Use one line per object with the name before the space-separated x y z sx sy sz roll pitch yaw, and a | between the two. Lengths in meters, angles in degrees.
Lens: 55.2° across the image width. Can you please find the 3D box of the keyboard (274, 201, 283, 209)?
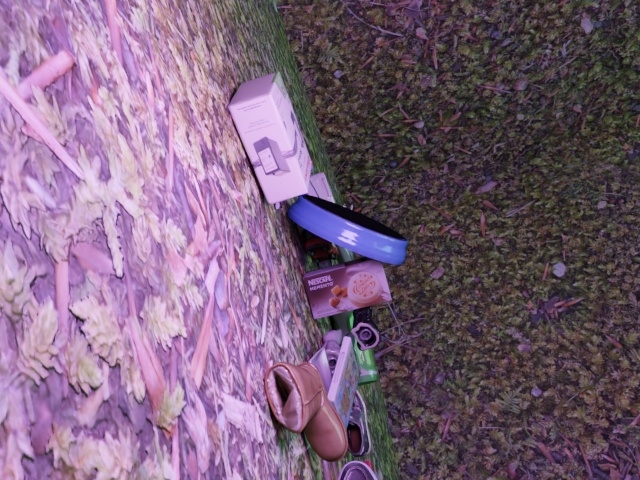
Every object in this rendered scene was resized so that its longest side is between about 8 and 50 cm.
keyboard | -0.137 -0.177 1.718 0.108 0.023 0.180 -46 120 -82

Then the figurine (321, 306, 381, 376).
figurine | 0.082 0.293 1.870 0.092 0.215 0.209 46 12 -11

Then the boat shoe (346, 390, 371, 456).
boat shoe | 0.092 0.538 1.861 0.079 0.084 0.233 25 45 -58

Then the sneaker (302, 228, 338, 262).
sneaker | 0.000 0.000 2.148 0.276 0.098 0.135 48 30 -73

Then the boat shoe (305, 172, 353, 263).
boat shoe | 0.063 -0.089 2.285 0.367 0.157 0.136 62 -14 3

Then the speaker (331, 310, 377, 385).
speaker | 0.122 0.379 2.248 0.131 0.131 0.296 57 20 -70

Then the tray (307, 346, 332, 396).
tray | -0.003 0.372 1.634 0.270 0.030 0.145 16 59 -82

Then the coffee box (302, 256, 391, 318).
coffee box | 0.082 0.140 1.891 0.098 0.247 0.141 -69 145 -81

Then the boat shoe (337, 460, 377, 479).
boat shoe | 0.093 0.661 1.422 0.335 0.121 0.119 -94 172 -46

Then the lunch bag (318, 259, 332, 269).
lunch bag | 0.016 0.076 2.321 0.083 0.053 0.071 79 1 -60

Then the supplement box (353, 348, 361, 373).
supplement box | 0.087 0.414 2.051 0.083 0.083 0.056 69 9 -49

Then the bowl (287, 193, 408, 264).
bowl | 0.090 -0.041 1.893 0.391 0.391 0.077 -56 169 -81

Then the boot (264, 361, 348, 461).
boot | -0.029 0.359 1.247 0.236 0.089 0.269 64 4 11

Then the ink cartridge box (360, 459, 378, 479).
ink cartridge box | 0.138 0.757 1.799 0.127 0.072 0.175 69 10 -48

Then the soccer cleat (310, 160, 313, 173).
soccer cleat | -0.077 -0.252 2.198 0.248 0.083 0.095 36 63 -83

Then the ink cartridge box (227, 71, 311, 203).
ink cartridge box | -0.119 -0.262 1.559 0.198 0.115 0.272 -85 158 -59

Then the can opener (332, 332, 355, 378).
can opener | 0.062 0.385 1.901 0.280 0.074 0.093 -85 -160 -62

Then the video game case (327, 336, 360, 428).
video game case | 0.067 0.401 1.681 0.212 0.023 0.193 76 26 -48
